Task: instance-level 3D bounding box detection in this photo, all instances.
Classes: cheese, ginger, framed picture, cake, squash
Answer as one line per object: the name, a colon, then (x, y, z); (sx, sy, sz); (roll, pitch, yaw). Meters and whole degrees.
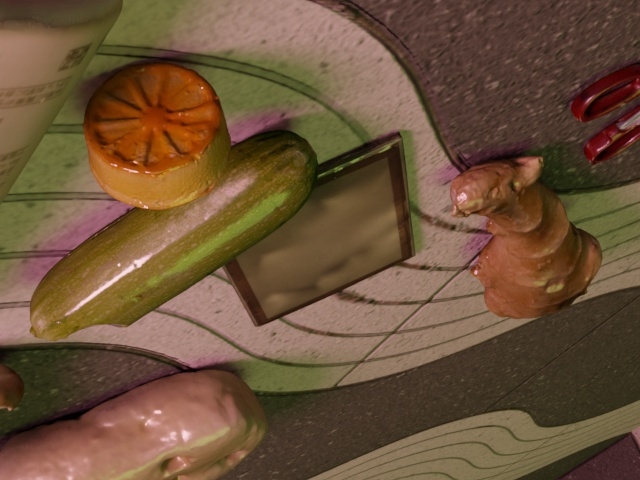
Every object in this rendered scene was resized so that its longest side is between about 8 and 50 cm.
cheese: (-0.181, 0.215, 0.986); (0.263, 0.093, 0.159); (-22, 156, -11)
ginger: (0.185, -0.002, 0.935); (0.131, 0.086, 0.294); (-24, 148, 18)
framed picture: (0.000, 0.000, 0.836); (0.173, 0.010, 0.231); (-24, 155, -4)
cake: (-0.093, -0.059, 0.554); (0.084, 0.084, 0.044); (-22, 152, -9)
squash: (-0.104, 0.002, 0.673); (0.239, 0.069, 0.069); (-31, 154, 10)

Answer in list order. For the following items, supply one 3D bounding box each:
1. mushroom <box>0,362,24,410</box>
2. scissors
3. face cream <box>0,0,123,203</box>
mushroom: (-0.324, 0.165, 0.765); (0.097, 0.088, 0.212); (37, 113, -27)
scissors: (0.333, -0.156, 0.844); (0.247, 0.017, 0.144); (-32, 155, 9)
face cream: (-0.246, -0.017, 0.489); (0.173, 0.081, 0.348); (-3, 147, -45)
